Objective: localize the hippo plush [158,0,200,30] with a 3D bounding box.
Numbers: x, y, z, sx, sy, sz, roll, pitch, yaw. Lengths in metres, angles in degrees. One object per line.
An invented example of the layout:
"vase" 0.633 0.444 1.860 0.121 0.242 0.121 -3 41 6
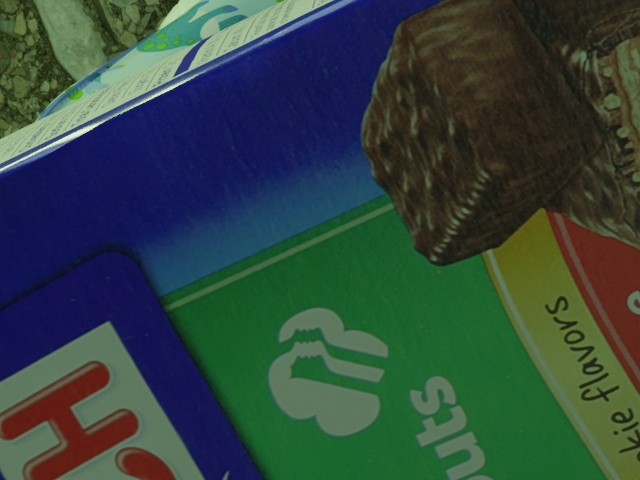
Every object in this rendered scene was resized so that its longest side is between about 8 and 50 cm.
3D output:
"hippo plush" -0.006 -0.090 1.276 0.234 0.237 0.294 -29 11 18

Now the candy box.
"candy box" 0.039 0.056 0.522 0.317 0.268 0.122 -25 8 11

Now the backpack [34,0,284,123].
"backpack" 0.000 0.000 0.850 0.355 0.290 0.273 -41 -17 -20
